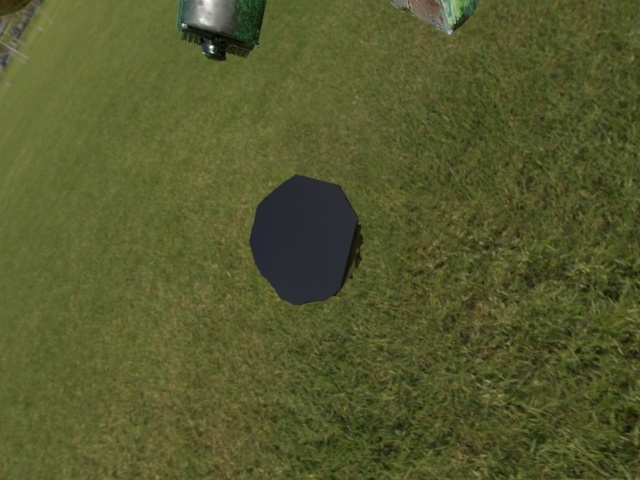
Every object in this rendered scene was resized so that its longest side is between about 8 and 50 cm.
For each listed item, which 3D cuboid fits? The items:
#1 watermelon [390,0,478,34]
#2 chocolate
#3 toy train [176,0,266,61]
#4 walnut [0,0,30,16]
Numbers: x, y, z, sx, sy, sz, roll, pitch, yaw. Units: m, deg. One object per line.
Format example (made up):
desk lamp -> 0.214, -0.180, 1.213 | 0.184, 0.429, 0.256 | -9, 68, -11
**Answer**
watermelon -> 0.293, -0.654, 1.138 | 0.180, 0.224, 0.305 | -64, 36, 33
chocolate -> 0.000, 0.000, 0.834 | 0.206, 0.177, 0.224 | 18, 100, 28
toy train -> -0.122, -0.431, 0.641 | 0.178, 0.139, 0.330 | -121, 44, -61
walnut -> -0.699, -0.614, 0.877 | 0.313, 0.252, 0.277 | -58, 18, 10
